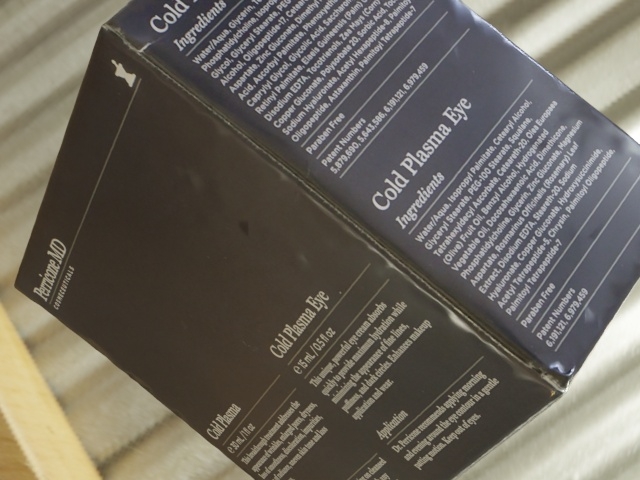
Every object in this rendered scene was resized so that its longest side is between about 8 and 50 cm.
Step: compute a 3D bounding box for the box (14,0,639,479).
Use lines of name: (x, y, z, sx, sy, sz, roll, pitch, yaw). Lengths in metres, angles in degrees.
box: (0.000, 0.000, 0.954, 0.312, 0.343, 0.179, 39, -123, 1)
